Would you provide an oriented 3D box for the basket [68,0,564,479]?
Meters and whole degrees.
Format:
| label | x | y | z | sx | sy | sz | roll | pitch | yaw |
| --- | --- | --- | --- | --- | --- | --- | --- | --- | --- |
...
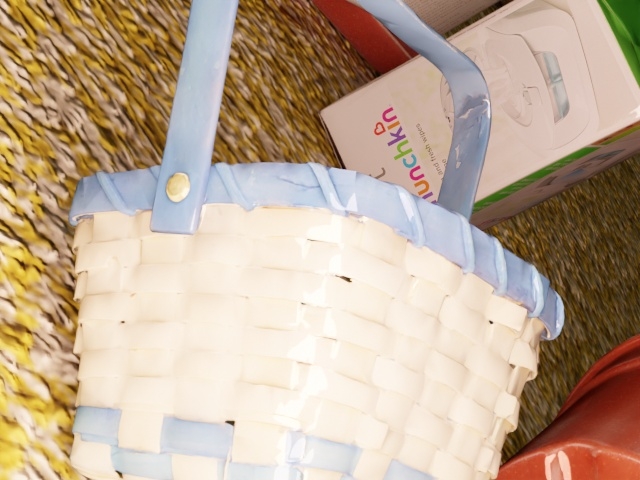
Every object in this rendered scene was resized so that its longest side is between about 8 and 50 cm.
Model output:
| label | x | y | z | sx | sy | sz | roll | pitch | yaw |
| --- | --- | --- | --- | --- | --- | --- | --- | --- | --- |
| basket | 0.000 | 0.000 | 0.735 | 0.255 | 0.201 | 0.289 | 35 | 66 | -50 |

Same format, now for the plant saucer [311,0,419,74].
| label | x | y | z | sx | sy | sz | roll | pitch | yaw |
| --- | --- | --- | --- | --- | --- | --- | --- | --- | --- |
| plant saucer | 0.003 | -0.280 | 1.308 | 0.259 | 0.048 | 0.258 | 43 | 29 | -41 |

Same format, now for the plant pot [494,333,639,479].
| label | x | y | z | sx | sy | sz | roll | pitch | yaw |
| --- | --- | --- | --- | --- | --- | --- | --- | --- | --- |
| plant pot | 0.225 | 0.206 | 0.990 | 0.265 | 0.272 | 0.272 | -12 | 75 | -59 |

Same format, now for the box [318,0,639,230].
| label | x | y | z | sx | sy | sz | roll | pitch | yaw |
| --- | --- | --- | --- | --- | --- | --- | --- | --- | --- |
| box | 0.161 | -0.103 | 1.205 | 0.126 | 0.231 | 0.262 | 65 | 22 | 7 |

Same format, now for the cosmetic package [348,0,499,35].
| label | x | y | z | sx | sy | sz | roll | pitch | yaw |
| --- | --- | --- | --- | --- | --- | --- | --- | --- | --- |
| cosmetic package | 0.085 | -0.276 | 1.216 | 0.184 | 0.151 | 0.151 | 10 | 54 | -63 |

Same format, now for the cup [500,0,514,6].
| label | x | y | z | sx | sy | sz | roll | pitch | yaw |
| --- | --- | --- | --- | --- | --- | --- | --- | --- | --- |
| cup | 0.338 | -0.371 | 1.889 | 0.331 | 0.237 | 0.331 | 46 | 27 | -33 |
